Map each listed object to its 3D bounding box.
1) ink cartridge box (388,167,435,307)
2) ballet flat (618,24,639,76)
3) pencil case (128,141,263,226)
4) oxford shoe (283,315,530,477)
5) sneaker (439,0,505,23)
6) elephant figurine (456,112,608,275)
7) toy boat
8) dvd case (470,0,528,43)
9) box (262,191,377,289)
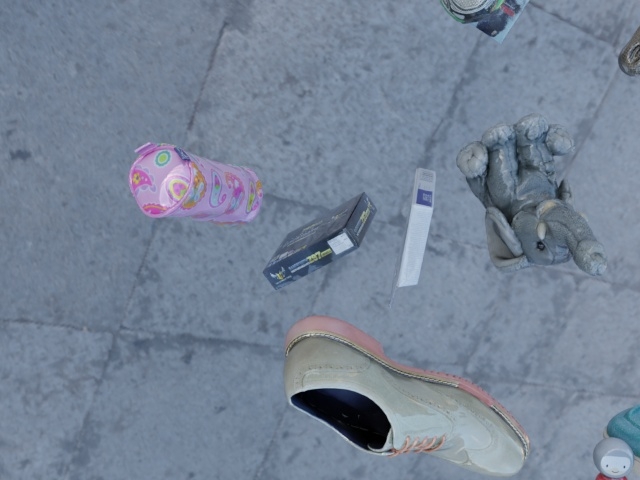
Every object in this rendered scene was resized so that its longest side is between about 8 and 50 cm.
[{"bbox_3d":[0.185,-0.005,1.568,0.045,0.223,0.224,12,115,4],"label":"ink cartridge box"},{"bbox_3d":[0.576,-0.378,1.298,0.084,0.058,0.250,36,84,-5],"label":"ballet flat"},{"bbox_3d":[-0.199,-0.089,1.305,0.124,0.124,0.284,-56,161,9],"label":"pencil case"},{"bbox_3d":[0.117,0.256,1.093,0.396,0.147,0.140,26,124,-10],"label":"oxford shoe"},{"bbox_3d":[0.229,-0.534,1.341,0.134,0.344,0.146,-14,172,25],"label":"sneaker"},{"bbox_3d":[0.284,-0.031,1.053,0.169,0.240,0.186,-30,158,31],"label":"elephant figurine"},{"bbox_3d":[0.608,0.386,1.429,0.318,0.267,0.148,-14,109,-32],"label":"toy boat"},{"bbox_3d":[0.348,-0.456,1.535,0.119,0.087,0.013,-58,175,35],"label":"dvd case"},{"bbox_3d":[0.000,0.000,1.724,0.232,0.183,0.059,-27,106,29],"label":"box"}]
